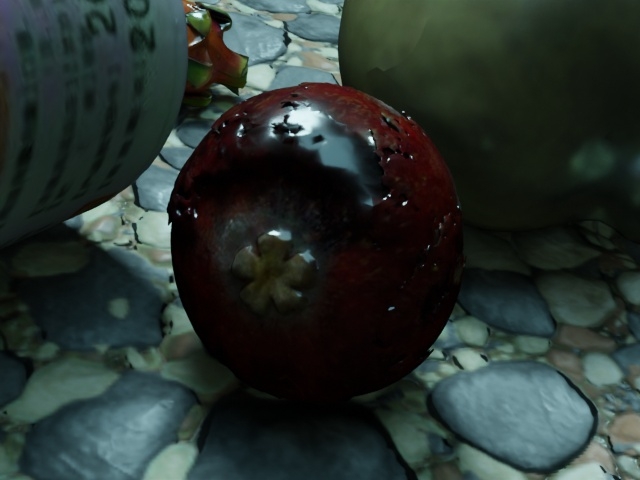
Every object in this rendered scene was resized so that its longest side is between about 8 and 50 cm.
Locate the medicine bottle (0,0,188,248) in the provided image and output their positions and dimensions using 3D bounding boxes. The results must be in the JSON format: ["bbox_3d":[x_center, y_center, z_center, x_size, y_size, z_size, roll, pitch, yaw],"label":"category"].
[{"bbox_3d":[-0.237,-0.074,0.436,0.219,0.219,0.388,25,22,14],"label":"medicine bottle"}]

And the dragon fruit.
[{"bbox_3d":[-0.106,-0.146,0.771,0.116,0.086,0.081,3,-2,-29],"label":"dragon fruit"}]

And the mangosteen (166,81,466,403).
[{"bbox_3d":[0.000,0.000,0.548,0.166,0.166,0.180,19,5,6],"label":"mangosteen"}]

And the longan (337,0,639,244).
[{"bbox_3d":[0.158,-0.120,0.693,0.300,0.243,0.300,1,59,-1],"label":"longan"}]
